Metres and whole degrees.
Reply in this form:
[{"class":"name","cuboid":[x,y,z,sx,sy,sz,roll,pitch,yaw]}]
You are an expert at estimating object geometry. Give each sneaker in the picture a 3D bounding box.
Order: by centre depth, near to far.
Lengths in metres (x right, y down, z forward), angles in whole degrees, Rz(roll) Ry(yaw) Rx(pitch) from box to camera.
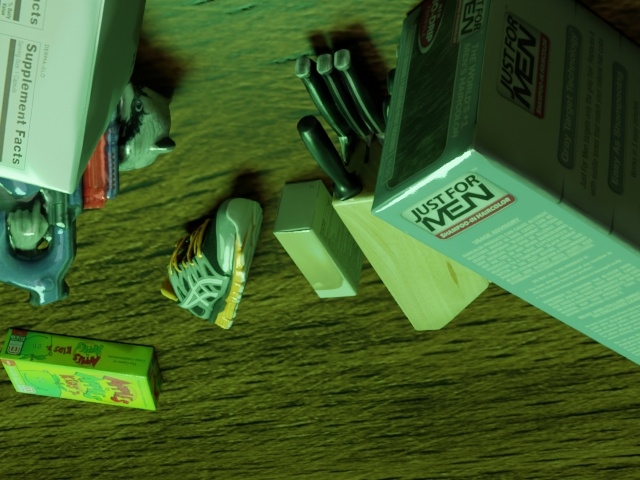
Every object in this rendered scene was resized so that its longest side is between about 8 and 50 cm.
[{"class":"sneaker","cuboid":[-0.110,0.022,1.189,0.083,0.084,0.215,19,147,-3]}]

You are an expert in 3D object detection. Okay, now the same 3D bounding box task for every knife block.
[{"class":"knife block","cuboid":[0.058,-0.045,1.033,0.242,0.088,0.276,20,146,-13]}]

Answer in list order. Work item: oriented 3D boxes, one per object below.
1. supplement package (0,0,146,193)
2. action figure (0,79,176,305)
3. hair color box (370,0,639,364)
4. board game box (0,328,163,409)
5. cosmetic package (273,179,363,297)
[{"class":"supplement package","cuboid":[-0.247,-0.185,0.751,0.262,0.199,0.198,13,119,-4]},{"class":"action figure","cuboid":[-0.278,-0.135,0.985,0.330,0.178,0.341,9,118,-9]},{"class":"hair color box","cuboid":[0.226,-0.033,0.911,0.374,0.185,0.113,29,144,-25]},{"class":"board game box","cuboid":[-0.292,0.159,1.481,0.181,0.043,0.092,7,147,6]},{"class":"cosmetic package","cuboid":[0.000,0.000,1.143,0.041,0.060,0.115,-6,142,24]}]
